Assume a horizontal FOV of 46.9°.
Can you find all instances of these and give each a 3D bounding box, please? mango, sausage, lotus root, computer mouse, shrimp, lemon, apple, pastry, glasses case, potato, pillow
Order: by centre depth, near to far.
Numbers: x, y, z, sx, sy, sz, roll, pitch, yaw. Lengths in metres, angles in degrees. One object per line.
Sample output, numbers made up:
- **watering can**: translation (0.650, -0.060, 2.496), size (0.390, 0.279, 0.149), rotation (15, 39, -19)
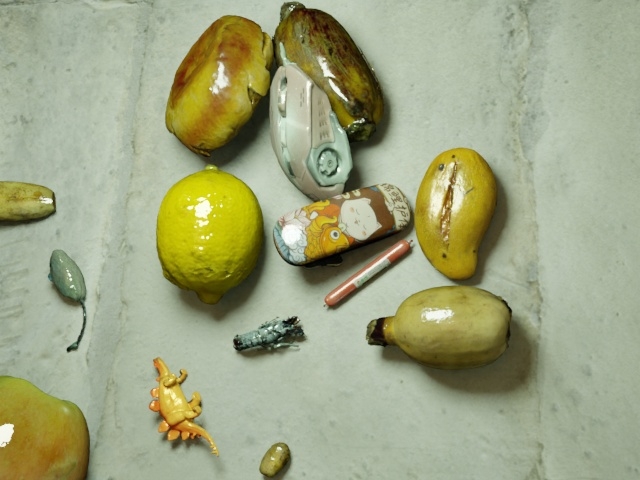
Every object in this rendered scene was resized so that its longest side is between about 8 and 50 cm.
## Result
- **lotus root**: translation (0.242, 0.184, 1.538), size (0.310, 0.183, 0.182), rotation (-3, 74, 17)
- **potato**: translation (-0.099, 0.480, 1.613), size (0.051, 0.040, 0.083), rotation (36, 84, 29)
- **apple**: translation (-0.672, 0.461, 1.623), size (0.339, 0.338, 0.304), rotation (4, 56, 15)
- **mango**: translation (0.295, -0.064, 1.624), size (0.177, 0.120, 0.294), rotation (6, 76, 17)
- **glasses case**: translation (0.050, -0.038, 1.660), size (0.321, 0.082, 0.122), rotation (-19, 71, -14)
- **computer mouse**: translation (-0.047, -0.250, 1.667), size (0.200, 0.115, 0.388), rotation (3, 116, 52)
- **shrimp**: translation (-0.120, 0.223, 1.675), size (0.174, 0.076, 0.082), rotation (-18, 94, 9)
- **sausage**: translation (0.107, 0.074, 1.678), size (0.253, 0.034, 0.034), rotation (-37, 70, 3)
- **lemon**: translation (-0.252, -0.014, 1.682), size (0.245, 0.245, 0.319), rotation (1, 85, 14)
- **pillow**: translation (0.001, 0.001, 1.716), size (0.091, 0.055, 0.135), rotation (-17, 68, 29)
- **lotus root**: translation (0.009, -0.403, 1.756), size (0.196, 0.179, 0.397), rotation (-33, 72, 19)
- **pastry**: translation (-0.247, -0.373, 1.770), size (0.356, 0.164, 0.355), rotation (-40, 36, 38)
- **lotus root**: translation (-0.811, -0.104, 1.926), size (0.259, 0.097, 0.110), rotation (-3, 71, 9)

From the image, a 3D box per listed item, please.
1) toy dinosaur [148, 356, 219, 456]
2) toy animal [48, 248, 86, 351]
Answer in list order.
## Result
- **toy dinosaur**: translation (-0.326, 0.392, 1.681), size (0.117, 0.070, 0.288), rotation (-41, 65, 12)
- **toy animal**: translation (-0.615, 0.141, 1.831), size (0.079, 0.070, 0.252), rotation (-24, 80, 43)
